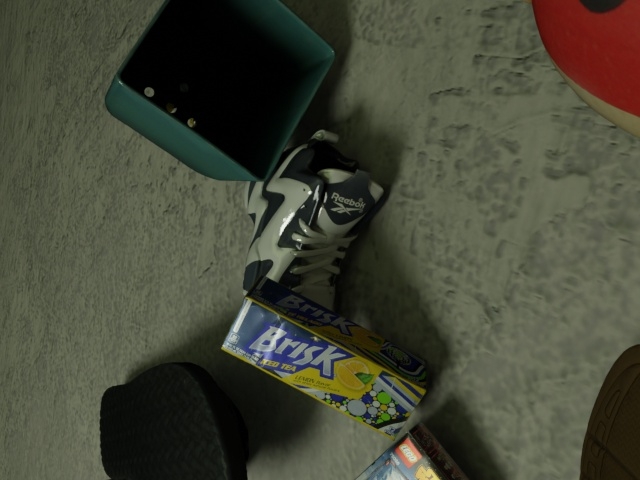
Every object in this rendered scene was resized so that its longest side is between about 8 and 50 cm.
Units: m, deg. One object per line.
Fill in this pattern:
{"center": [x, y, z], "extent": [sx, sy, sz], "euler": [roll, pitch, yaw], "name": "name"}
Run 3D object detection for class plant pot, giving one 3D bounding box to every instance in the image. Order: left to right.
{"center": [-0.136, -0.171, 0.642], "extent": [0.234, 0.165, 0.166], "euler": [4, 63, 60], "name": "plant pot"}

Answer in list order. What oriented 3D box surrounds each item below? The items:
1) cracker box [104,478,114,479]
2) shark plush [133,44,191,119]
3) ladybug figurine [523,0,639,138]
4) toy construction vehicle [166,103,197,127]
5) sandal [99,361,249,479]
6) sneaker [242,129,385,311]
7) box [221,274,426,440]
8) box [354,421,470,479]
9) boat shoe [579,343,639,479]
{"center": [-0.239, 0.446, 0.754], "extent": [0.155, 0.067, 0.233], "euler": [-9, 77, 44], "name": "cracker box"}
{"center": [-0.217, -0.246, 0.838], "extent": [0.067, 0.073, 0.161], "euler": [-29, 56, 6], "name": "shark plush"}
{"center": [0.285, -0.177, 0.245], "extent": [0.449, 0.161, 0.306], "euler": [0, 85, 45], "name": "ladybug figurine"}
{"center": [-0.193, -0.185, 0.780], "extent": [0.035, 0.085, 0.098], "euler": [2, 87, 51], "name": "toy construction vehicle"}
{"center": [-0.176, 0.233, 0.711], "extent": [0.445, 0.106, 0.168], "euler": [-17, 74, 56], "name": "sandal"}
{"center": [0.000, 0.000, 0.553], "extent": [0.153, 0.094, 0.235], "euler": [-34, 51, 47], "name": "sneaker"}
{"center": [0.005, 0.099, 0.497], "extent": [0.168, 0.054, 0.059], "euler": [27, 109, 0], "name": "box"}
{"center": [0.092, 0.229, 0.458], "extent": [0.137, 0.027, 0.094], "euler": [50, 120, 21], "name": "box"}
{"center": [0.213, 0.211, 0.320], "extent": [0.098, 0.109, 0.303], "euler": [1, 83, 6], "name": "boat shoe"}
